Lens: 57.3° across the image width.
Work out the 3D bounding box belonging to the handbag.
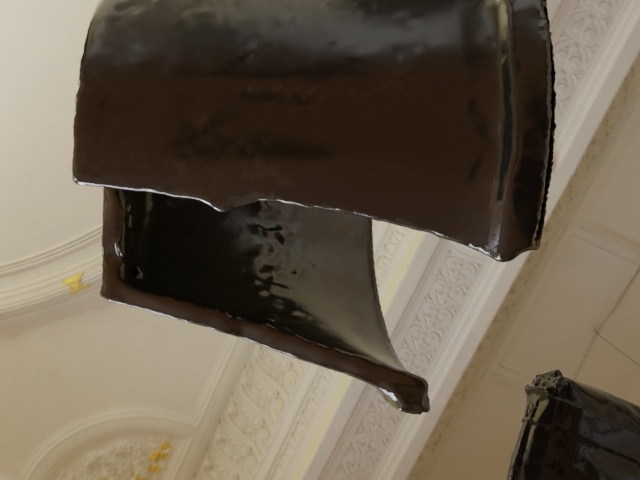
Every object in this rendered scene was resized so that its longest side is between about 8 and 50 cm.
[{"bbox_3d":[0.284,0.261,0.540,0.247,0.080,0.223,26,-110,-10],"label":"handbag"}]

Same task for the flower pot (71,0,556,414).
[{"bbox_3d":[-0.032,-0.069,0.452,0.251,0.379,0.379,3,-76,-8],"label":"flower pot"}]
